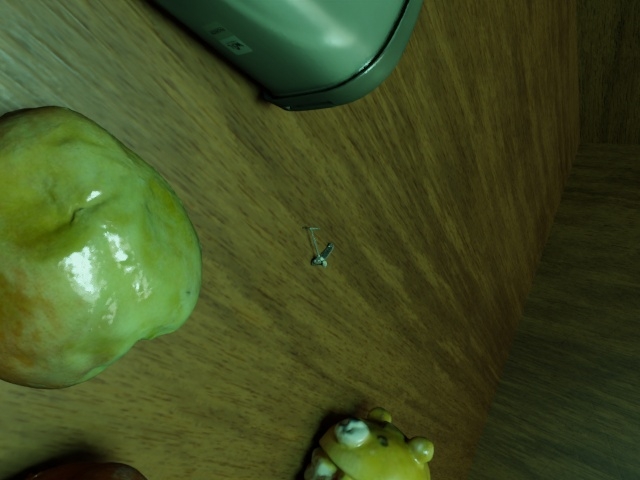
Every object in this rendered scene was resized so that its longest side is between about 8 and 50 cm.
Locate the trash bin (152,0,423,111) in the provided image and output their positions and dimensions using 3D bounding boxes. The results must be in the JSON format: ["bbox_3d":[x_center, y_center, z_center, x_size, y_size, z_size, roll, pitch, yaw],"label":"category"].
[{"bbox_3d":[-0.044,-0.297,0.474,0.250,0.219,0.219,20,83,-44],"label":"trash bin"}]

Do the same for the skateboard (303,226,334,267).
[{"bbox_3d":[0.000,0.000,0.752,0.064,0.032,0.083,-54,139,-40],"label":"skateboard"}]

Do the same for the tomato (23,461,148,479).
[{"bbox_3d":[-0.253,0.331,0.397,0.208,0.208,0.185,-15,97,-47],"label":"tomato"}]

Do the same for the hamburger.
[{"bbox_3d":[0.107,0.483,0.846,0.276,0.276,0.237,34,77,-50],"label":"hamburger"}]

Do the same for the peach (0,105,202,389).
[{"bbox_3d":[-0.217,-0.003,0.368,0.214,0.214,0.236,-22,100,-45],"label":"peach"}]
